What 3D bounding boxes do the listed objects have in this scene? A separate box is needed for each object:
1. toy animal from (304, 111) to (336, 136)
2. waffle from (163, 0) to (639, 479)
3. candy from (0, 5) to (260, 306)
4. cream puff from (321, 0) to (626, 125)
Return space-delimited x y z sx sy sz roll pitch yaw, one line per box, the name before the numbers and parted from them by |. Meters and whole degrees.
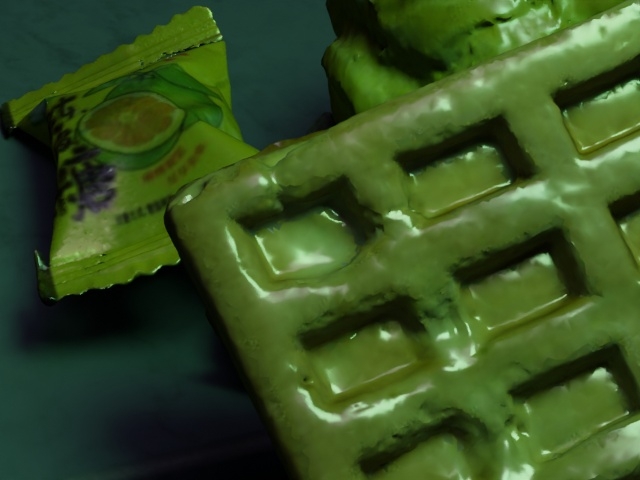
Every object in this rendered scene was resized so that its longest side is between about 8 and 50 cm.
toy animal | -0.007 0.008 1.303 0.138 0.108 0.236 40 21 -12
waffle | 0.103 0.071 1.053 0.304 0.077 0.348 -24 81 -4
candy | -0.128 -0.062 1.320 0.187 0.081 0.297 -22 36 0
cream puff | 0.182 -0.088 1.295 0.378 0.275 0.378 -5 13 1
